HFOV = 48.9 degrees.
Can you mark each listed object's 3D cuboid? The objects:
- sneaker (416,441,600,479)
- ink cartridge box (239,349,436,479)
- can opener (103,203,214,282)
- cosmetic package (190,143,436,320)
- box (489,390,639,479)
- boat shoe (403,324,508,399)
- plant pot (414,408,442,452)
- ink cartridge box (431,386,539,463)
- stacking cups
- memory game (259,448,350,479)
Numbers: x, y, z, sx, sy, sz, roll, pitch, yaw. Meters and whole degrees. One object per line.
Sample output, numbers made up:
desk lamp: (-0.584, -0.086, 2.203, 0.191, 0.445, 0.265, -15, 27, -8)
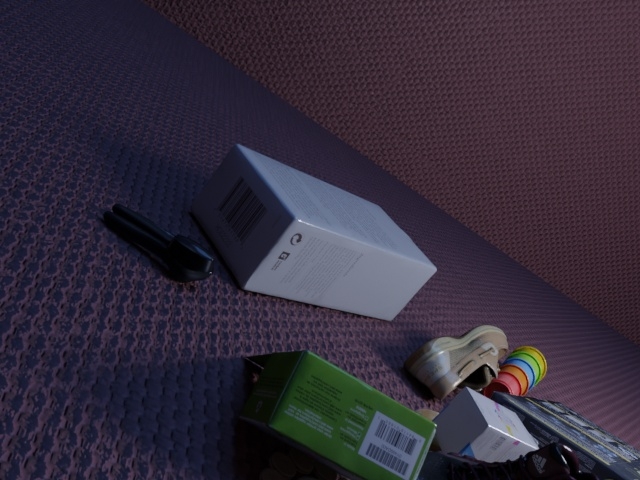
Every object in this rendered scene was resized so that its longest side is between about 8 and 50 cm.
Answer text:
sneaker: (0.244, 0.311, 0.946, 0.281, 0.162, 0.106, 12, 43, -11)
ink cartridge box: (-0.005, 0.225, 0.888, 0.189, 0.097, 0.255, 32, -20, -13)
can opener: (-0.239, 0.000, 1.058, 0.186, 0.073, 0.059, 31, 24, 7)
cosmetic package: (0.000, 0.000, 1.360, 0.453, 0.161, 0.230, 18, 26, -48)
box: (0.525, 0.423, 1.291, 0.395, 0.097, 0.318, 31, 6, 42)
boat shoe: (0.295, 0.254, 1.414, 0.341, 0.121, 0.110, -2, 47, -50)
plant pot: (0.224, 0.366, 1.107, 0.236, 0.032, 0.236, 34, 18, -13)
ink cartridge box: (0.264, 0.314, 1.110, 0.143, 0.092, 0.090, 31, 18, -28)
stacking cups: (0.432, 0.305, 1.588, 0.096, 0.096, 0.316, 45, 20, 21)
memory game: (0.005, 0.319, 0.818, 0.186, 0.012, 0.186, 35, 17, -13)
